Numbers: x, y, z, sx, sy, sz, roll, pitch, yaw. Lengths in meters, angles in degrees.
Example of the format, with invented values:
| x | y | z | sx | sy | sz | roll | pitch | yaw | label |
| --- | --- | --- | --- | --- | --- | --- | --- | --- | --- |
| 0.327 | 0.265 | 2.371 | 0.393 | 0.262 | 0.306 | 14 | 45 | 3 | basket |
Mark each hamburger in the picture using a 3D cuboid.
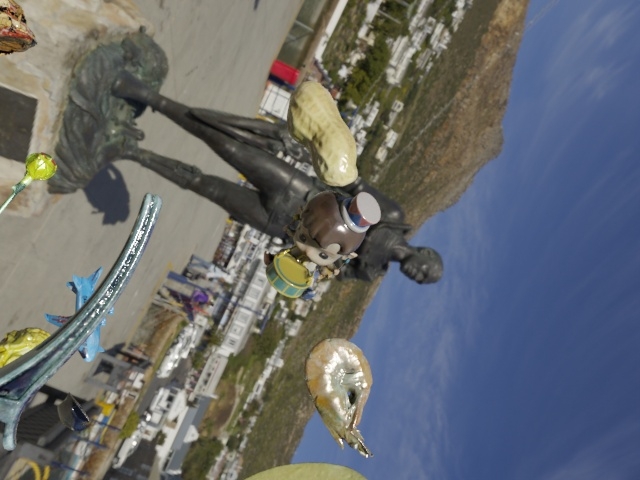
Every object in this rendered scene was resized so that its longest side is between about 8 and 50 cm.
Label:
| x | y | z | sx | sy | sz | roll | pitch | yaw | label |
| --- | --- | --- | --- | --- | --- | --- | --- | --- | --- |
| -0.846 | -0.542 | 1.169 | 0.231 | 0.231 | 0.106 | -165 | -114 | -81 | hamburger |

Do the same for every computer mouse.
| x | y | z | sx | sy | sz | roll | pitch | yaw | label |
| --- | --- | --- | --- | --- | --- | --- | --- | --- | --- |
| -0.684 | 0.482 | 1.283 | 0.057 | 0.099 | 0.172 | -37 | 170 | -31 | computer mouse |

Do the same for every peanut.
| x | y | z | sx | sy | sz | roll | pitch | yaw | label |
| --- | --- | --- | --- | --- | --- | --- | --- | --- | --- |
| 0.003 | -0.190 | 0.832 | 0.214 | 0.099 | 0.090 | 63 | -26 | 18 | peanut |

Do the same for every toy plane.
| x | y | z | sx | sy | sz | roll | pitch | yaw | label |
| --- | --- | --- | --- | --- | --- | --- | --- | --- | --- |
| -0.649 | 0.211 | 1.297 | 0.105 | 0.254 | 0.271 | 53 | 14 | -66 | toy plane |

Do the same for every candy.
| x | y | z | sx | sy | sz | roll | pitch | yaw | label |
| --- | --- | --- | --- | --- | --- | --- | --- | --- | --- |
| -0.645 | -0.109 | 0.995 | 0.193 | 0.058 | 0.062 | -58 | 152 | -17 | candy |

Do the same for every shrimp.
| x | y | z | sx | sy | sz | roll | pitch | yaw | label |
| --- | --- | --- | --- | --- | --- | --- | --- | --- | --- |
| 0.069 | 0.389 | 1.158 | 0.168 | 0.317 | 0.077 | -26 | -175 | -11 | shrimp |

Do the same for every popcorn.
| x | y | z | sx | sy | sz | roll | pitch | yaw | label |
| --- | --- | --- | --- | --- | --- | --- | --- | --- | --- |
| -0.627 | 0.232 | 0.972 | 0.116 | 0.121 | 0.106 | 60 | -30 | 36 | popcorn |

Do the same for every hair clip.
| x | y | z | sx | sy | sz | roll | pitch | yaw | label |
| --- | --- | --- | --- | --- | --- | --- | --- | --- | --- |
| -0.242 | 0.069 | 0.464 | 0.275 | 0.083 | 0.048 | -53 | -157 | -16 | hair clip |

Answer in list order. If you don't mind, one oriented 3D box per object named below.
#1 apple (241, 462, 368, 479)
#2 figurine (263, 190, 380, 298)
| x | y | z | sx | sy | sz | roll | pitch | yaw | label |
| --- | --- | --- | --- | --- | --- | --- | --- | --- | --- |
| -0.019 | 0.581 | 0.786 | 0.312 | 0.360 | 0.320 | -11 | -93 | 56 | apple |
| 0.003 | -0.004 | 0.955 | 0.275 | 0.161 | 0.158 | -52 | 180 | 27 | figurine |
